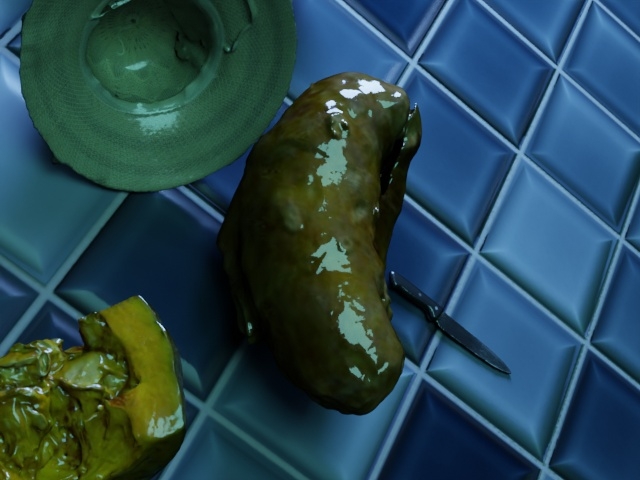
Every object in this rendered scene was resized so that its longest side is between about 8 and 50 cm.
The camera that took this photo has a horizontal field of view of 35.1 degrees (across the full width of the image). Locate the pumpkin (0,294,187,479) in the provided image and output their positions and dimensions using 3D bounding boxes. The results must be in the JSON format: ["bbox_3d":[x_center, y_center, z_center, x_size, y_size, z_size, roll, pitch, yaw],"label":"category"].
[{"bbox_3d":[-0.215,0.147,0.728,0.248,0.126,0.130,-17,71,-19],"label":"pumpkin"}]

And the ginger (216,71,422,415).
[{"bbox_3d":[0.000,0.000,0.910,0.165,0.173,0.321,43,47,-57],"label":"ginger"}]

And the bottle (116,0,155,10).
[{"bbox_3d":[-0.098,-0.278,0.998,0.260,0.112,0.112,-20,79,-25],"label":"bottle"}]

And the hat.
[{"bbox_3d":[-0.155,-0.175,0.899,0.252,0.252,0.110,4,29,-30],"label":"hat"}]

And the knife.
[{"bbox_3d":[0.133,0.087,1.033,0.170,0.010,0.023,38,53,-13],"label":"knife"}]
